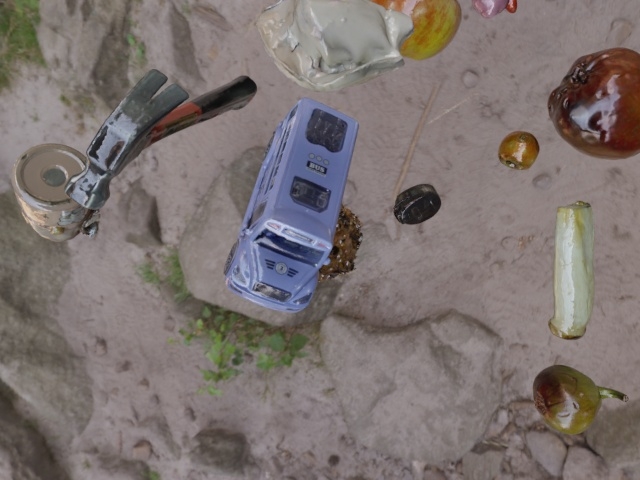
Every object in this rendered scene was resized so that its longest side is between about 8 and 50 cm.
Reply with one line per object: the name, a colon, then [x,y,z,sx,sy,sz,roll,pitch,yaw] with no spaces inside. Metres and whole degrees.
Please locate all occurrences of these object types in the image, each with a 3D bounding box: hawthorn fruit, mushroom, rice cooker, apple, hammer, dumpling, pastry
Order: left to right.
hammer: [-0.122,-0.119,0.514,0.033,0.287,0.111,40,116,-6]
pastry: [0.000,0.000,1.659,0.193,0.275,0.274,14,110,63]
dumpling: [0.018,-0.248,0.683,0.199,0.118,0.136,0,63,4]
apple: [0.274,-0.686,1.668,0.302,0.302,0.301,5,102,24]
rice cooker: [0.330,-0.124,1.871,0.166,0.106,0.112,-22,129,18]
apple: [0.538,-0.248,1.483,0.099,0.114,0.101,28,88,6]
mushroom: [0.555,0.072,1.197,0.081,0.100,0.311,12,109,47]
hawthorn fruit: [0.822,-0.376,1.567,0.309,0.308,0.324,-18,124,26]

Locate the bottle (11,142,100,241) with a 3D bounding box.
bottle: [-0.331,-0.049,0.695,0.098,0.099,0.152,53,150,7]

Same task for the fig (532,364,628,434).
fig: [0.320,0.197,0.689,0.098,0.084,0.081,-6,82,-10]

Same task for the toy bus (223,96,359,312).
toy bus: [-0.020,-0.030,0.443,0.073,0.167,0.076,22,151,-16]

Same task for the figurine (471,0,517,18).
figurine: [0.311,-0.446,0.993,0.071,0.067,0.083,-20,71,4]
